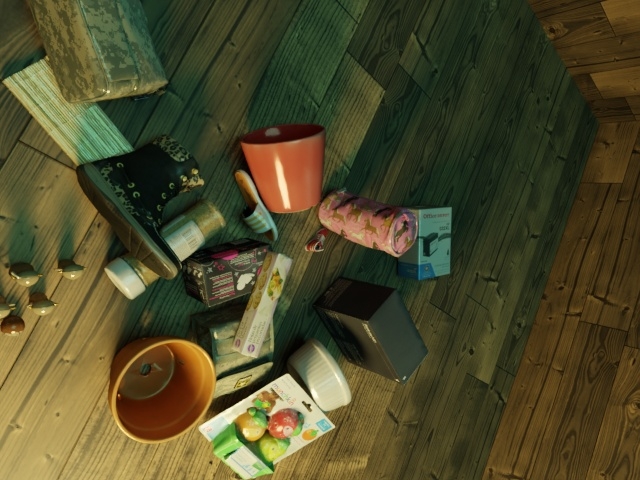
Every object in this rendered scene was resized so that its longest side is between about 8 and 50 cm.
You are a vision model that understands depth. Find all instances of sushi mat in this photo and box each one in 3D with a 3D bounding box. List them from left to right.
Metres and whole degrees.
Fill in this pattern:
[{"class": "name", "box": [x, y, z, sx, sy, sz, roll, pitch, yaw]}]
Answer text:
[{"class": "sushi mat", "box": [-0.655, -0.322, 1.277, 0.151, 0.019, 0.316, -48, 121, -25]}]

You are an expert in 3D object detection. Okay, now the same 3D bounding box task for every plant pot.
[{"class": "plant pot", "box": [-0.478, 0.403, 1.391, 0.291, 0.204, 0.290, -5, 98, -37]}, {"class": "plant pot", "box": [-0.106, -0.236, 1.581, 0.275, 0.275, 0.243, -25, 120, -34]}]

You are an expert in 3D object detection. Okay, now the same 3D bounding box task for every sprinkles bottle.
[{"class": "sprinkles bottle", "box": [-0.448, 0.019, 1.418, 0.355, 0.121, 0.121, -41, 119, -27]}]

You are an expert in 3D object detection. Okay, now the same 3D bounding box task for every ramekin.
[{"class": "ramekin", "box": [-0.015, 0.501, 1.740, 0.127, 0.273, 0.272, -29, 113, -20]}]

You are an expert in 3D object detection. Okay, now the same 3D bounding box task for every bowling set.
[{"class": "bowling set", "box": [-0.733, 0.148, 1.188, 0.287, 0.154, 0.199, -5, 99, -37]}]

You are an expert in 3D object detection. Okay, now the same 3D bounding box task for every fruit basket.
[{"class": "fruit basket", "box": [-0.171, 0.641, 1.615, 0.353, 0.165, 0.327, -29, 119, 7]}]

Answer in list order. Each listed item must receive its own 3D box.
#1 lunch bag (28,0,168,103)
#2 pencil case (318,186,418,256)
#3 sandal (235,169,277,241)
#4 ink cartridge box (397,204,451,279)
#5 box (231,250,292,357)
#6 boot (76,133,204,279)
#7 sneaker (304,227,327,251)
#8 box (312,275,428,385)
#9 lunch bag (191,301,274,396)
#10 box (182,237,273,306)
[{"class": "lunch bag", "box": [-0.538, -0.508, 1.225, 0.256, 0.213, 0.304, -37, 120, -49]}, {"class": "pencil case", "box": [0.166, -0.073, 1.718, 0.160, 0.386, 0.167, -45, 133, -19]}, {"class": "sandal", "box": [-0.235, -0.103, 1.592, 0.076, 0.102, 0.265, -35, 107, -28]}, {"class": "ink cartridge box", "box": [0.462, 0.003, 2.126, 0.223, 0.129, 0.307, -7, 100, -37]}, {"class": "box", "box": [-0.178, 0.192, 1.479, 0.063, 0.067, 0.323, 27, 79, -38]}, {"class": "boot", "box": [-0.441, -0.107, 1.331, 0.377, 0.138, 0.284, 49, 54, 1]}, {"class": "sneaker", "box": [0.000, 0.000, 1.802, 0.118, 0.067, 0.042, -47, 122, -24]}, {"class": "box", "box": [0.192, 0.338, 1.841, 0.179, 0.313, 0.343, -44, 120, -26]}, {"class": "lunch bag", "box": [-0.282, 0.370, 1.568, 0.235, 0.169, 0.286, -10, 107, -37]}, {"class": "box", "box": [-0.290, 0.094, 1.525, 0.247, 0.163, 0.142, -16, 108, -37]}]
